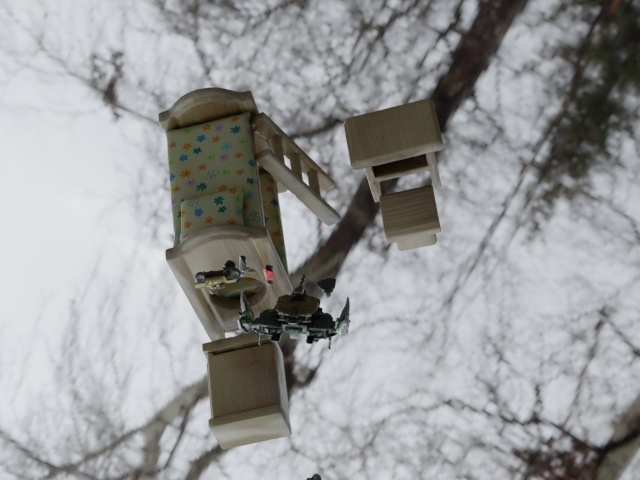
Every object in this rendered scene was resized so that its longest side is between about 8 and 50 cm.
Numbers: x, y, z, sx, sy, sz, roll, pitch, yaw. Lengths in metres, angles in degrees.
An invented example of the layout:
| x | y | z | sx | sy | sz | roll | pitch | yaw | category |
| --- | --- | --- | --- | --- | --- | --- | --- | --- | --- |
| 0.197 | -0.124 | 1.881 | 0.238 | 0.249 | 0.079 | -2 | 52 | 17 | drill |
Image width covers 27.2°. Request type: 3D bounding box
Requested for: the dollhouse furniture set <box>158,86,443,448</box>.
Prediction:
| x | y | z | sx | sy | sz | roll | pitch | yaw | category |
| --- | --- | --- | --- | --- | --- | --- | --- | --- | --- |
| 0.000 | 0.000 | 0.748 | 0.161 | 0.101 | 0.181 | -13 | -127 | 6 | dollhouse furniture set |

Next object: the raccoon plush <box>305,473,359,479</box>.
| x | y | z | sx | sy | sz | roll | pitch | yaw | category |
| --- | --- | --- | --- | --- | --- | --- | --- | --- | --- |
| -0.043 | 0.362 | 1.096 | 0.447 | 0.299 | 0.216 | 3 | -140 | 6 | raccoon plush |

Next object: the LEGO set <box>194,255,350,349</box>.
| x | y | z | sx | sy | sz | roll | pitch | yaw | category |
| --- | --- | --- | --- | --- | --- | --- | --- | --- | --- |
| -0.018 | 0.031 | 0.570 | 0.054 | 0.023 | 0.083 | -10 | -157 | -25 | LEGO set |
